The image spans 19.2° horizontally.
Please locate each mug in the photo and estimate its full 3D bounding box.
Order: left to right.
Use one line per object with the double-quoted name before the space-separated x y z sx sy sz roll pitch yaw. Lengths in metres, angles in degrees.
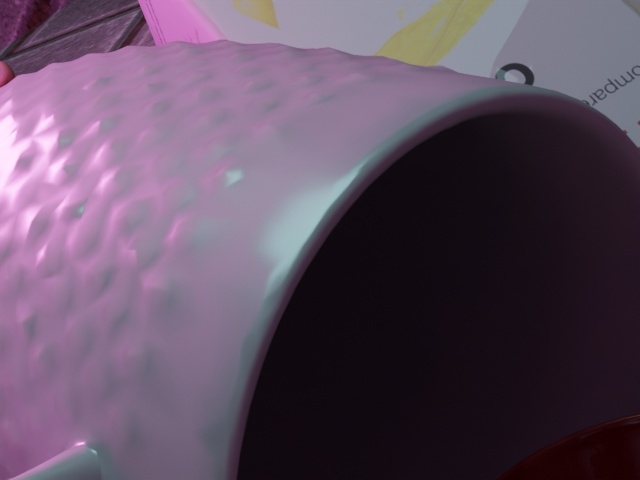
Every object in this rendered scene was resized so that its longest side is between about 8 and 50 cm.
"mug" -0.082 0.058 0.829 0.374 0.276 0.328 -23 27 -38

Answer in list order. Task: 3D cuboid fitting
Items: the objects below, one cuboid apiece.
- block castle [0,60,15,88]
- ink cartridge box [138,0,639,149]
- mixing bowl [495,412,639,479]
"block castle" -0.444 -0.034 2.019 0.303 0.213 0.453 -36 15 -24
"ink cartridge box" 0.098 -0.108 1.117 0.279 0.160 0.384 -33 57 -11
"mixing bowl" 0.142 0.151 0.708 0.181 0.098 0.181 -13 26 7
